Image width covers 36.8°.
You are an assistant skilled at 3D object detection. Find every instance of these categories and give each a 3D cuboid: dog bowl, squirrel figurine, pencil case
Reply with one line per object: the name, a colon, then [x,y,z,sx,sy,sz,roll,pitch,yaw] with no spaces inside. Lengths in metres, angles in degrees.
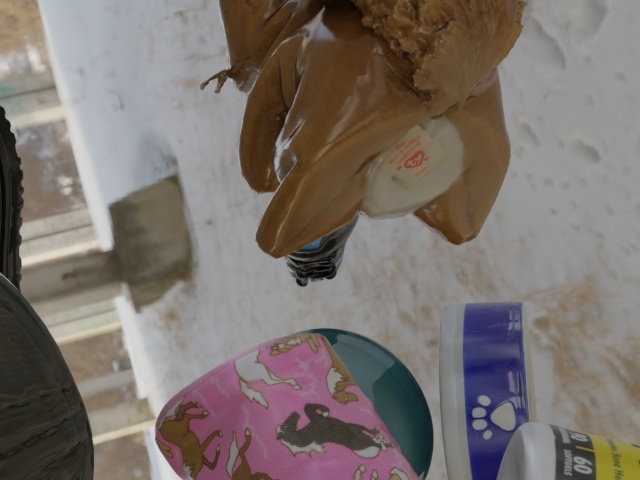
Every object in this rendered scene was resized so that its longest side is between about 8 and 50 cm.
dog bowl: [0.222,0.211,1.243,0.265,0.104,0.265,-4,-90,-76]
squirrel figurine: [0.022,-0.228,1.009,0.370,0.281,0.397,58,145,36]
pencil case: [0.023,0.252,0.685,0.386,0.167,0.160,59,163,27]

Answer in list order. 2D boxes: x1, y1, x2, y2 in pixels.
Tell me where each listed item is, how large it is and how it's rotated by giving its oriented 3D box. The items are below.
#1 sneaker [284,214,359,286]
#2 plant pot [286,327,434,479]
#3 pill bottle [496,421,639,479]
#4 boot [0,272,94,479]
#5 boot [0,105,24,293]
sneaker: [0.000,0.000,1.374,0.341,0.125,0.140,-75,-20,-82]
plant pot: [-0.023,0.255,1.130,0.255,0.271,0.272,-11,-94,-73]
pill bottle: [0.207,0.184,0.554,0.119,0.208,0.119,12,-90,-87]
boot: [-0.161,0.090,0.414,0.178,0.085,0.236,32,137,49]
boot: [-0.377,0.024,0.824,0.260,0.131,0.348,-51,-34,-56]
